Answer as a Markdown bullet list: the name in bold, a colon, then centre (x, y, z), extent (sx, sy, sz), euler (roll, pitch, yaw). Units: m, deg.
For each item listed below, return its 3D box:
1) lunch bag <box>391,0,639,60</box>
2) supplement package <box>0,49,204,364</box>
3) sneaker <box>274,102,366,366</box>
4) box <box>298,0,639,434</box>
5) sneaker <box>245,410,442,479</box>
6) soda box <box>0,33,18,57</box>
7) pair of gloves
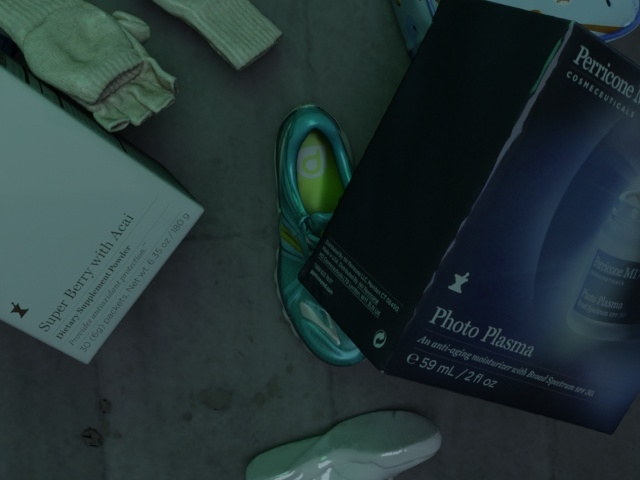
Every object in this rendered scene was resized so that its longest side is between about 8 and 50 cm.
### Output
- **lunch bag**: centre (0.184, -0.303, 0.761), extent (0.243, 0.115, 0.303), euler (-20, 96, -6)
- **supplement package**: centre (-0.283, -0.059, 0.659), extent (0.293, 0.175, 0.177), euler (36, 91, -29)
- **sneaker**: centre (0.000, 0.000, 0.771), extent (0.107, 0.110, 0.275), euler (-11, 97, -4)
- **box**: centre (0.190, -0.015, 0.683), extent (0.296, 0.183, 0.293), euler (19, 103, -31)
- **sneaker**: centre (0.032, 0.253, 0.822), extent (0.212, 0.080, 0.094), euler (-16, 108, 3)
- **soda box**: centre (-0.409, -0.215, 0.732), extent (0.210, 0.071, 0.067), euler (29, 94, -7)
- **pair of gloves**: centre (-0.173, -0.215, 0.705), extent (0.204, 0.042, 0.240), euler (47, 56, 7)
